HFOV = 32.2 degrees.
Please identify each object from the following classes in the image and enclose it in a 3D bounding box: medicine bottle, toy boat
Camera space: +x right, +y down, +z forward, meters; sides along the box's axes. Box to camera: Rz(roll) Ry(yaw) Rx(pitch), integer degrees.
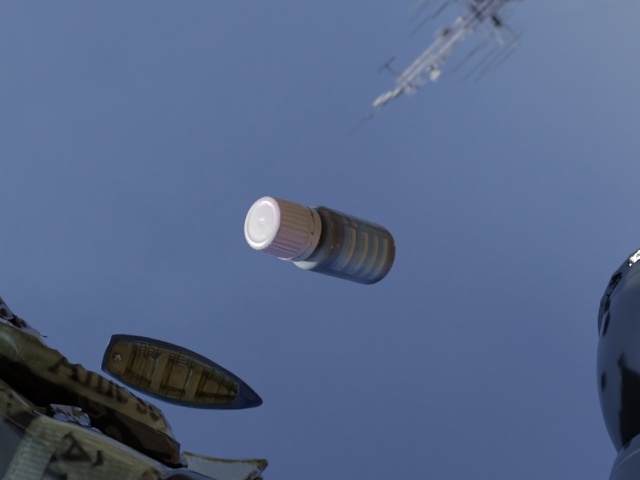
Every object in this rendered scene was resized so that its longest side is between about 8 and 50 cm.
[{"bbox_3d":[0.000,0.000,1.362,0.203,0.083,0.083,14,-136,-44],"label":"medicine bottle"},{"bbox_3d":[-0.190,0.191,1.538,0.228,0.046,0.080,18,-105,-4],"label":"toy boat"}]

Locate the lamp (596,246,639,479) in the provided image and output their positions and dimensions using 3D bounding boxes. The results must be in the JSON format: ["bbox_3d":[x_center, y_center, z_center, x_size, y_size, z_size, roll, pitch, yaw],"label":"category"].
[{"bbox_3d":[0.160,0.122,0.433,0.227,0.147,0.172,-59,-37,-43],"label":"lamp"}]

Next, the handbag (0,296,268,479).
[{"bbox_3d":[-0.157,0.134,0.640,0.416,0.180,0.316,25,179,18],"label":"handbag"}]
